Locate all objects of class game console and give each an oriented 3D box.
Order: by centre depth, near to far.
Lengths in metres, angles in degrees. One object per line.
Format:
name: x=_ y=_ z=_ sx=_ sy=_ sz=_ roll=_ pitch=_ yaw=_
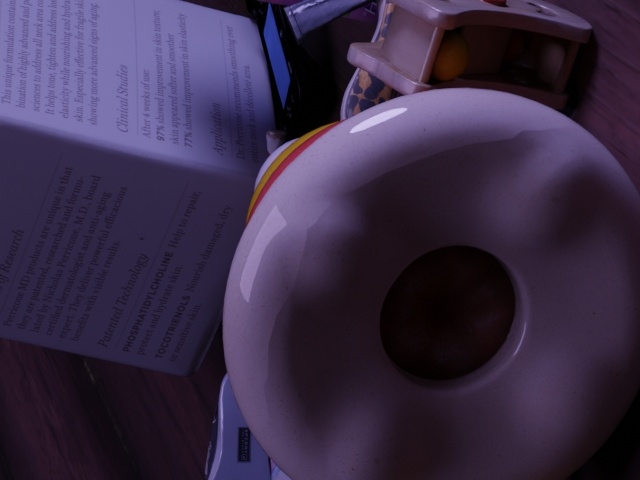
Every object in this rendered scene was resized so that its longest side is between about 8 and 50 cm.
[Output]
game console: x=-0.061 y=-0.287 z=2.253 sx=0.213 sy=0.044 sz=0.361 roll=89 pitch=167 yaw=-61

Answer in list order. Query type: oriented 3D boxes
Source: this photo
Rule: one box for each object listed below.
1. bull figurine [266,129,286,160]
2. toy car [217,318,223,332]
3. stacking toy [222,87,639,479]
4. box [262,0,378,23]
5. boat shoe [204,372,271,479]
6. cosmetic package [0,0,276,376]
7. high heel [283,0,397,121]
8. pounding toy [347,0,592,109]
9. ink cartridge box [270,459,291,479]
bull figurine: x=0.000 y=0.000 z=2.031 sx=0.310 sy=0.101 sz=0.188 roll=-146 pitch=62 yaw=-65
toy car: x=-0.098 y=0.093 z=2.308 sx=0.122 sy=0.041 sz=0.060 roll=125 pitch=144 yaw=-46
stacking toy: x=0.052 y=0.004 z=1.674 sx=0.480 sy=0.351 sz=0.350 roll=-131 pitch=52 yaw=-69
box: x=-0.023 y=-0.321 z=2.012 sx=0.213 sy=0.243 sz=0.117 roll=-129 pitch=51 yaw=-58
boat shoe: x=-0.098 y=0.255 z=2.225 sx=0.076 sy=0.080 sz=0.228 roll=142 pitch=130 yaw=-81
cosmetic package: x=-0.288 y=-0.093 z=2.313 sx=0.329 sy=0.394 sz=0.327 roll=-97 pitch=26 yaw=-48
high heel: x=0.100 y=-0.154 z=1.922 sx=0.093 sy=0.186 sz=0.261 roll=-129 pitch=14 yaw=-84
pounding toy: x=0.131 y=-0.141 z=1.694 sx=0.154 sy=0.269 sz=0.154 roll=26 pitch=110 yaw=24
ink cartridge box: x=0.037 y=0.196 z=1.831 sx=0.093 sy=0.154 sz=0.212 roll=136 pitch=136 yaw=-55
